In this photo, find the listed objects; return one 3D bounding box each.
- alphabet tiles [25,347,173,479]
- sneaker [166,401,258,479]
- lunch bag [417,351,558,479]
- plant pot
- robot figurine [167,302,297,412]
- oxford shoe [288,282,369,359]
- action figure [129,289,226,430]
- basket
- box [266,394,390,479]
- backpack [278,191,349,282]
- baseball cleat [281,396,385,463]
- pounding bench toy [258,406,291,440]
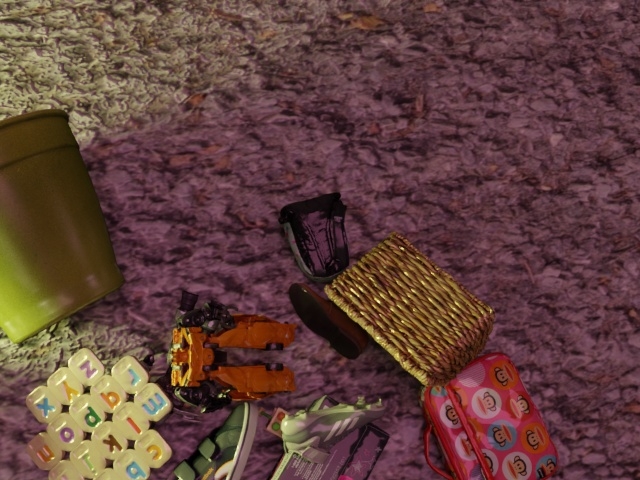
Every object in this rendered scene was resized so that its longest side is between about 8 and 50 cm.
[{"bbox_3d":[-0.433,0.364,1.424,0.284,0.021,0.278,-42,85,0],"label":"alphabet tiles"},{"bbox_3d":[-0.227,0.461,1.427,0.127,0.126,0.321,23,74,-10],"label":"sneaker"},{"bbox_3d":[0.338,0.409,1.559,0.258,0.120,0.293,-22,79,-12],"label":"lunch bag"},{"bbox_3d":[-0.564,-0.007,1.391,0.366,0.366,0.353,-31,94,-17],"label":"plant pot"},{"bbox_3d":[-0.177,0.234,1.450,0.291,0.085,0.211,8,77,-38],"label":"robot figurine"},{"bbox_3d":[0.018,0.166,1.592,0.212,0.076,0.076,44,42,5],"label":"oxford shoe"},{"bbox_3d":[-0.283,0.253,1.490,0.185,0.099,0.285,23,76,-12],"label":"action figure"},{"bbox_3d":[0.174,0.174,1.517,0.223,0.213,0.299,-39,65,-23],"label":"basket"},{"bbox_3d":[0.000,0.461,1.462,0.163,0.142,0.247,32,70,0],"label":"box"},{"bbox_3d":[0.000,0.000,1.597,0.152,0.115,0.182,-18,80,-3],"label":"backpack"},{"bbox_3d":[0.028,0.367,1.394,0.206,0.072,0.109,-6,88,-8],"label":"baseball cleat"},{"bbox_3d":[-0.094,0.374,1.506,0.083,0.065,0.052,30,72,-2],"label":"pounding bench toy"}]
